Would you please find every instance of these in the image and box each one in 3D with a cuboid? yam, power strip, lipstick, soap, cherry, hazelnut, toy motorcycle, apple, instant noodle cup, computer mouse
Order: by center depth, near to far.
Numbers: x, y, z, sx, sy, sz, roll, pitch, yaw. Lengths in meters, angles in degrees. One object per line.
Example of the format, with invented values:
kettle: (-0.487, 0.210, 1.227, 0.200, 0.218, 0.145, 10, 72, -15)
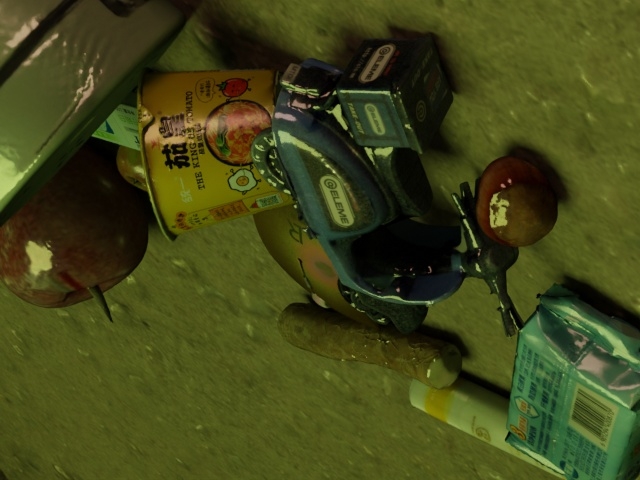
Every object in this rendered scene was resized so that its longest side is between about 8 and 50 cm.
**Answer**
hazelnut: (0.180, -0.036, 1.674, 0.086, 0.086, 0.086, 35, 156, 18)
toy motorcycle: (0.070, -0.035, 1.751, 0.212, 0.125, 0.358, 4, 137, 31)
instant noodle cup: (-0.098, -0.098, 1.851, 0.144, 0.182, 0.182, -8, 142, 7)
soap: (0.273, 0.162, 1.864, 0.156, 0.077, 0.293, 35, 156, 19)
power strip: (-0.299, -0.174, 1.884, 0.161, 0.357, 0.357, 43, 158, -5)
computer mouse: (0.000, 0.000, 2.033, 0.158, 0.072, 0.310, 32, 156, 27)
lipstick: (0.218, 0.214, 2.073, 0.264, 0.059, 0.059, 23, 151, 37)
yam: (0.059, 0.123, 2.165, 0.300, 0.066, 0.066, 11, 142, 52)
apple: (-0.201, -0.095, 2.181, 0.089, 0.074, 0.089, 34, 158, 16)
cherry: (-0.332, -0.016, 2.367, 0.285, 0.213, 0.236, 58, 138, 12)

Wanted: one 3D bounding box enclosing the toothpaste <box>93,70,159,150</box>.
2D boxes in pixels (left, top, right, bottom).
toothpaste: (-0.252, -0.165, 2.152, 0.336, 0.067, 0.081, 18, 147, 44)
